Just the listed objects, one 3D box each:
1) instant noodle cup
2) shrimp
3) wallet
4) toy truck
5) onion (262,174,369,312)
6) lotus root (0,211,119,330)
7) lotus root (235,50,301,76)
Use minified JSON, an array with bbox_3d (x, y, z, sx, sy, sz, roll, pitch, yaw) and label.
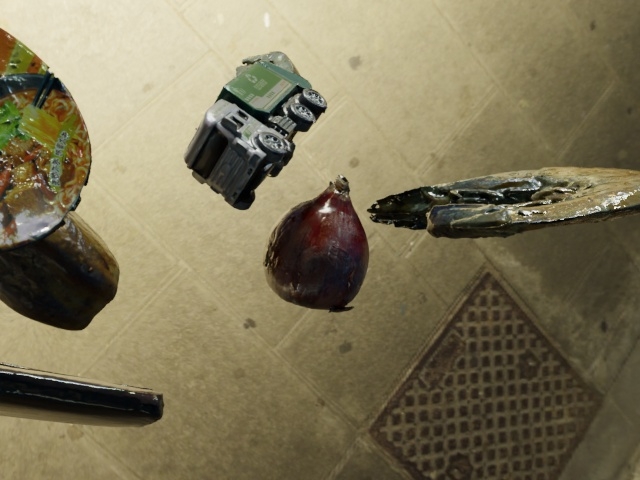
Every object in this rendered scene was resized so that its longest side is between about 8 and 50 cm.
[{"bbox_3d":[-0.357,-0.067,0.565,0.230,0.182,0.230,28,49,-38],"label":"instant noodle cup"},{"bbox_3d":[0.244,-0.043,0.898,0.272,0.445,0.085,-23,106,-50],"label":"shrimp"},{"bbox_3d":[-0.298,0.172,0.691,0.229,0.182,0.049,16,62,-20],"label":"wallet"},{"bbox_3d":[-0.080,-0.148,0.822,0.124,0.114,0.253,36,35,-2],"label":"toy truck"},{"bbox_3d":[0.000,0.000,0.892,0.160,0.159,0.194,9,107,-23],"label":"onion"},{"bbox_3d":[-0.474,0.012,1.043,0.193,0.193,0.291,-52,125,-20],"label":"lotus root"},{"bbox_3d":[-0.097,-0.291,1.266,0.138,0.234,0.118,-12,127,7],"label":"lotus root"}]
